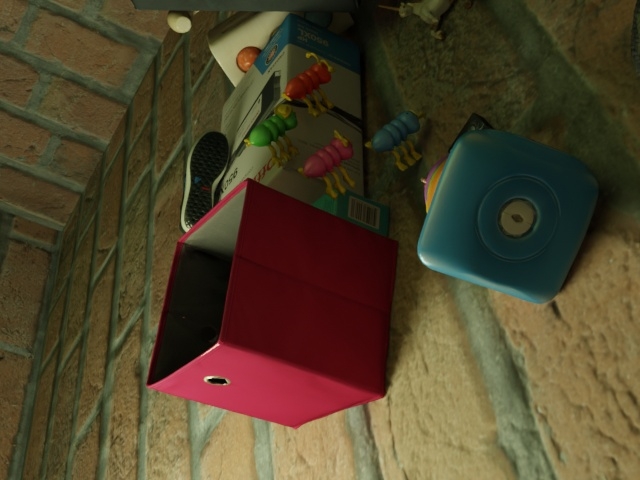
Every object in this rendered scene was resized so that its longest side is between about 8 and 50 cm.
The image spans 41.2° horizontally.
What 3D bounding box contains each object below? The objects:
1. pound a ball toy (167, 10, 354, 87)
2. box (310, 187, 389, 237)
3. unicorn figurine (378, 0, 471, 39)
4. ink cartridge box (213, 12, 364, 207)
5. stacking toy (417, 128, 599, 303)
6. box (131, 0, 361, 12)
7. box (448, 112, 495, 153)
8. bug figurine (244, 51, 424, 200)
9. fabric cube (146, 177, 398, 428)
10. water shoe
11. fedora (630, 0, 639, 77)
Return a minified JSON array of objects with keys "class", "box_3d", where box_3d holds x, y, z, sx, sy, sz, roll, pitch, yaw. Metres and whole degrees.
[{"class":"pound a ball toy","box_3d":[-0.119,-0.435,1.692,0.319,0.208,0.135,-31,35,6]},{"class":"box","box_3d":[0.000,0.000,1.377,0.244,0.100,0.060,-35,41,50]},{"class":"unicorn figurine","box_3d":[0.185,-0.381,1.375,0.162,0.060,0.111,-33,41,21]},{"class":"ink cartridge box","box_3d":[-0.063,-0.170,1.564,0.285,0.166,0.395,-45,34,42]},{"class":"stacking toy","box_3d":[0.186,-0.051,1.026,0.302,0.175,0.165,-126,55,-77]},{"class":"box","box_3d":[-0.117,-0.697,1.603,0.480,0.297,0.471,7,56,21]},{"class":"box","box_3d":[0.211,-0.128,1.155,0.067,0.018,0.083,-58,26,22]},{"class":"bug figurine","box_3d":[0.013,-0.180,1.312,0.279,0.072,0.216,34,63,30]},{"class":"fabric cube","box_3d":[-0.070,0.107,1.246,0.254,0.258,0.259,-33,41,50]},{"class":"water shoe","box_3d":[-0.224,-0.105,1.558,0.080,0.073,0.203,-23,52,64]},{"class":"fedora","box_3d":[0.382,-0.205,0.714,0.334,0.152,0.334,-44,34,41]}]
